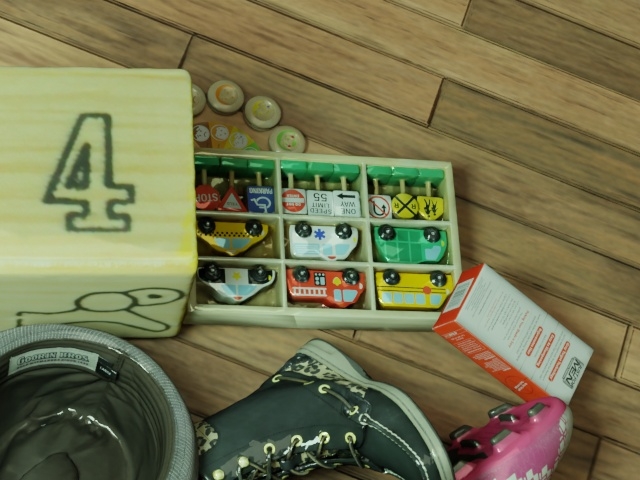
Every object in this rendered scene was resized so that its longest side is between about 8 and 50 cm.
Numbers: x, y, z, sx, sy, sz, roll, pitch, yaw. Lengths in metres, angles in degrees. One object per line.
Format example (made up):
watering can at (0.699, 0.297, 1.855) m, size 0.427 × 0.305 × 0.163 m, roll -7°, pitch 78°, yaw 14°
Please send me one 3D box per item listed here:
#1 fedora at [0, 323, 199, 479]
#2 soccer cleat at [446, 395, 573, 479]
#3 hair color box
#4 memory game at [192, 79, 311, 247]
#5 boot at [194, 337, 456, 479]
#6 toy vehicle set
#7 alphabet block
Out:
fedora at (-0.231, 0.200, 1.517) m, size 0.244 × 0.124 × 0.275 m, roll 24°, pitch 46°, yaw 0°
soccer cleat at (0.119, 0.272, 1.598) m, size 0.331 × 0.116 × 0.143 m, roll -38°, pitch 101°, yaw -27°
hair color box at (0.180, 0.092, 1.696) m, size 0.141 × 0.043 × 0.072 m, roll 38°, pitch 61°, yaw -14°
memory game at (-0.099, -0.074, 1.751) m, size 0.186 × 0.012 × 0.186 m, roll 5°, pitch 65°, yaw -11°
boot at (-0.010, 0.186, 1.564) m, size 0.179 × 0.085 × 0.236 m, roll -29°, pitch 34°, yaw -20°
toy vehicle set at (0.000, 0.000, 1.715) m, size 0.267 × 0.035 × 0.166 m, roll 2°, pitch 67°, yaw -15°
alphabet block at (-0.215, -0.029, 1.597) m, size 0.197 × 0.192 × 0.193 m, roll 0°, pitch 70°, yaw -11°
